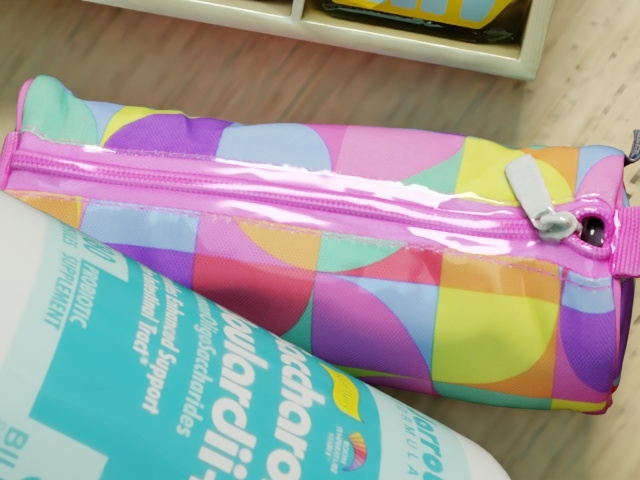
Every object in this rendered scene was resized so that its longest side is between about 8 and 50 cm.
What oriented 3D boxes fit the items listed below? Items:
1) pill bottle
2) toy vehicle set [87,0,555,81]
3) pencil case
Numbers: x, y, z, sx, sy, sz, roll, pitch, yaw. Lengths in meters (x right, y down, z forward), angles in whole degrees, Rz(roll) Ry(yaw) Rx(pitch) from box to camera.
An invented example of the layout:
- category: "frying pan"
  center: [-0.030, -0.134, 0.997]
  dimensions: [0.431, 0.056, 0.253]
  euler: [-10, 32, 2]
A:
- category: "pill bottle"
  center: [-0.036, 0.100, 0.551]
  dimensions: [0.264, 0.146, 0.146]
  euler: [29, 86, -18]
- category: "toy vehicle set"
  center: [-0.036, -0.161, 0.614]
  dimensions: [0.266, 0.035, 0.166]
  euler: [10, 115, 1]
- category: "pencil case"
  center: [0.000, 0.000, 0.613]
  dimensions: [0.236, 0.104, 0.104]
  euler: [5, 83, 9]
